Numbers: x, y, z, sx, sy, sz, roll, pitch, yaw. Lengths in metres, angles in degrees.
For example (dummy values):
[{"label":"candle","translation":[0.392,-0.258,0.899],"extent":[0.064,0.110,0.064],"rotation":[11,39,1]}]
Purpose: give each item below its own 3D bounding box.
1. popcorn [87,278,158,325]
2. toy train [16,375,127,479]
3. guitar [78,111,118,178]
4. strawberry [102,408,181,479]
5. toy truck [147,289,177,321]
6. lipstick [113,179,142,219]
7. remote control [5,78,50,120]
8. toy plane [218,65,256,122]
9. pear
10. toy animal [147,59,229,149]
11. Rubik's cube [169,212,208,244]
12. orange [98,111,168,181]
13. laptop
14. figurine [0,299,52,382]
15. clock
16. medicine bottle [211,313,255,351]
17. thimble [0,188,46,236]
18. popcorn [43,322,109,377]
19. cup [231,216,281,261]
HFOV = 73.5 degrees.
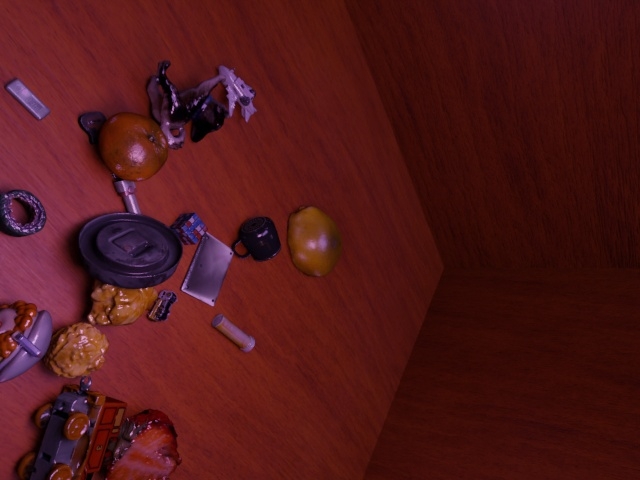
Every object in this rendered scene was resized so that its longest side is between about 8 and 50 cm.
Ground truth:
[{"label":"popcorn","translation":[-0.666,0.169,1.435],"extent":[0.253,0.190,0.191],"rotation":[-43,153,-59]},{"label":"toy train","translation":[-0.744,0.607,1.316],"extent":[0.231,0.163,0.370],"rotation":[36,62,-59]},{"label":"guitar","translation":[-0.746,-0.324,1.471],"extent":[0.088,0.025,0.234],"rotation":[-36,117,-48]},{"label":"strawberry","translation":[-0.612,0.704,1.499],"extent":[0.280,0.150,0.254],"rotation":[29,86,-50]},{"label":"toy truck","translation":[-0.594,0.247,1.608],"extent":[0.052,0.062,0.123],"rotation":[70,35,-55]},{"label":"lipstick","translation":[-0.672,-0.127,1.533],"extent":[0.063,0.057,0.187],"rotation":[-34,117,-49]},{"label":"remote control","translation":[-0.886,-0.427,1.301],"extent":[0.124,0.017,0.053],"rotation":[53,50,-36]},{"label":"toy plane","translation":[-0.366,-0.669,1.920],"extent":[0.255,0.101,0.251],"rotation":[59,34,-32]},{"label":"pear","translation":[0.000,0.000,2.286],"extent":[0.340,0.191,0.387],"rotation":[-45,123,-44]},{"label":"toy animal","translation":[-0.500,-0.497,1.674],"extent":[0.344,0.194,0.303],"rotation":[-9,90,-49]},{"label":"Rubik's cube","translation":[-0.521,-0.045,1.692],"extent":[0.092,0.092,0.092],"rotation":[59,47,-32]},{"label":"orange","translation":[-0.630,-0.320,1.463],"extent":[0.240,0.171,0.240],"rotation":[20,66,-56]},{"label":"laptop","translation":[-0.470,0.123,1.812],"extent":[0.187,0.015,0.269],"rotation":[42,56,-44]},{"label":"figurine","translation":[-0.930,0.271,1.125],"extent":[0.381,0.224,0.205],"rotation":[5,107,-28]},{"label":"clock","translation":[-0.622,0.028,1.414],"extent":[0.318,0.319,0.066],"rotation":[-23,148,-50]},{"label":"medicine bottle","translation":[-0.380,0.405,1.872],"extent":[0.218,0.073,0.074],"rotation":[50,51,-36]},{"label":"thimble","translation":[-0.872,-0.079,1.242],"extent":[0.118,0.090,0.135],"rotation":[-26,106,-52]},{"label":"popcorn","translation":[-0.753,0.343,1.329],"extent":[0.179,0.170,0.180],"rotation":[4,74,-14]},{"label":"cup","translation":[-0.293,0.007,1.951],"extent":[0.223,0.169,0.177],"rotation":[-34,127,-15]}]
